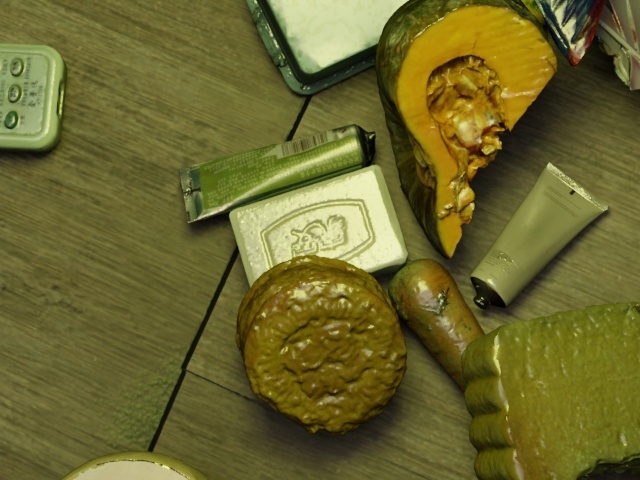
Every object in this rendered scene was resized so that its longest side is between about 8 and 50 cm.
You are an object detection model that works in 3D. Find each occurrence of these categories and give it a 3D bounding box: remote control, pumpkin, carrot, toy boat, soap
[{"bbox_3d":[-0.469,-0.172,1.914,0.335,0.065,0.128,3,82,5],"label":"remote control"},{"bbox_3d":[0.168,-0.146,1.774,0.190,0.139,0.281,-19,114,-6],"label":"pumpkin"},{"bbox_3d":[0.182,0.149,1.799,0.078,0.078,0.298,-37,84,-3],"label":"carrot"},{"bbox_3d":[0.363,-0.242,1.798,0.318,0.072,0.219,18,56,-28],"label":"toy boat"},{"bbox_3d":[0.000,0.000,1.843,0.183,0.064,0.121,-18,79,2],"label":"soap"}]

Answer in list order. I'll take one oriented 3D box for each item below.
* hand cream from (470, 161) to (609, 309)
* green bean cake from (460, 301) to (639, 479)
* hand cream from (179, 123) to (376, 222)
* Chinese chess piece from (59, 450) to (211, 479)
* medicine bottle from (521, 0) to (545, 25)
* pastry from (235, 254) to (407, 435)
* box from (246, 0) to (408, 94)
[{"bbox_3d":[0.236,0.003,1.832,0.087,0.054,0.186,38,78,15],"label":"hand cream"},{"bbox_3d":[0.278,0.193,1.722,0.236,0.124,0.233,-8,80,-18],"label":"green bean cake"},{"bbox_3d":[-0.047,-0.082,1.869,0.235,0.055,0.086,-16,48,4],"label":"hand cream"},{"bbox_3d":[-0.205,0.357,1.775,0.250,0.097,0.251,-1,80,4],"label":"Chinese chess piece"},{"bbox_3d":[0.221,-0.263,1.875,0.095,0.064,0.260,30,88,-11],"label":"medicine bottle"},{"bbox_3d":[0.001,0.112,1.771,0.188,0.103,0.189,-1,111,-3],"label":"pastry"},{"bbox_3d":[0.036,-0.281,1.860,0.227,0.130,0.162,-26,93,-2],"label":"box"}]
